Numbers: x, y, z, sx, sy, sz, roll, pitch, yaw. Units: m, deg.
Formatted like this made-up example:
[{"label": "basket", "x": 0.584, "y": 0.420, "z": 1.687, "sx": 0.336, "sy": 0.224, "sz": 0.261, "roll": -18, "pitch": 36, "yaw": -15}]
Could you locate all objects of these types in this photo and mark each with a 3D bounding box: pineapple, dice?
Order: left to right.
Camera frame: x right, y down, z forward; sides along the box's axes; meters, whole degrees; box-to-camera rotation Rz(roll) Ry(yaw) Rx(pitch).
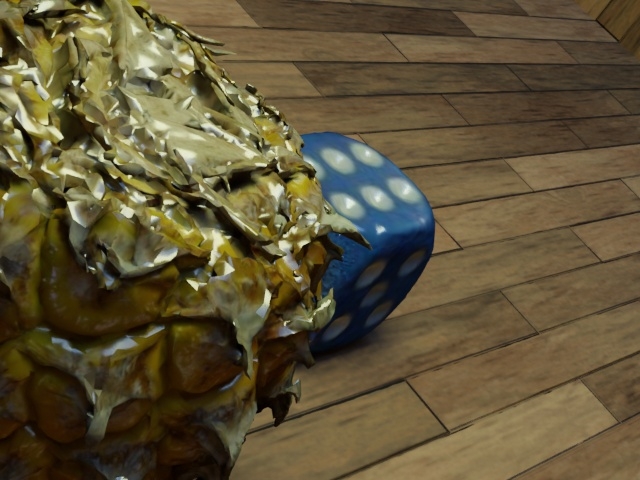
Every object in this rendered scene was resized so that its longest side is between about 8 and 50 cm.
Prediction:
[{"label": "pineapple", "x": -0.156, "y": 0.020, "z": 0.741, "sx": 0.352, "sy": 0.300, "sz": 0.352, "roll": 32, "pitch": 29, "yaw": -20}, {"label": "dice", "x": 0.000, "y": 0.000, "z": 1.070, "sx": 0.146, "sy": 0.146, "sz": 0.143, "roll": 45, "pitch": 33, "yaw": 22}]
